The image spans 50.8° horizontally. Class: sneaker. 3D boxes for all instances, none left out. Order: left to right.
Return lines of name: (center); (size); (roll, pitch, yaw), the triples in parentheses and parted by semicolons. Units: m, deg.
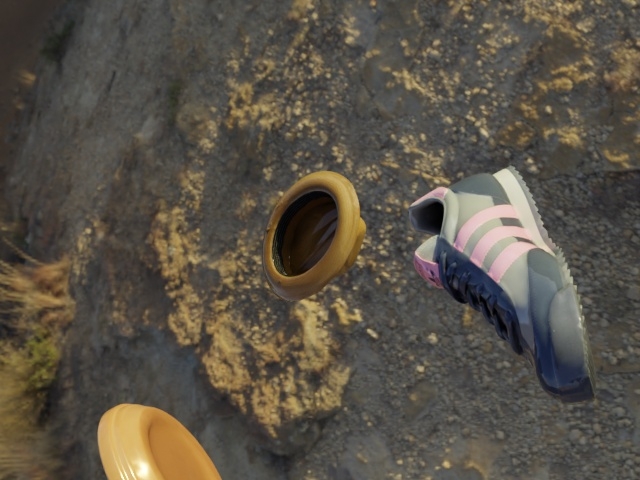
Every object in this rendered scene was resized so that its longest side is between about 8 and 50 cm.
sneaker: (0.160, 0.040, 0.641); (0.131, 0.112, 0.319); (-13, 29, 8)

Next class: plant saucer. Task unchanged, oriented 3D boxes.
plant saucer: (-0.154, 0.251, 0.710); (0.037, 0.200, 0.200); (-38, 46, 0)

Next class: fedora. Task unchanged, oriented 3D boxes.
fedora: (0.000, 0.000, 0.934); (0.194, 0.079, 0.194); (-20, 62, 43)
